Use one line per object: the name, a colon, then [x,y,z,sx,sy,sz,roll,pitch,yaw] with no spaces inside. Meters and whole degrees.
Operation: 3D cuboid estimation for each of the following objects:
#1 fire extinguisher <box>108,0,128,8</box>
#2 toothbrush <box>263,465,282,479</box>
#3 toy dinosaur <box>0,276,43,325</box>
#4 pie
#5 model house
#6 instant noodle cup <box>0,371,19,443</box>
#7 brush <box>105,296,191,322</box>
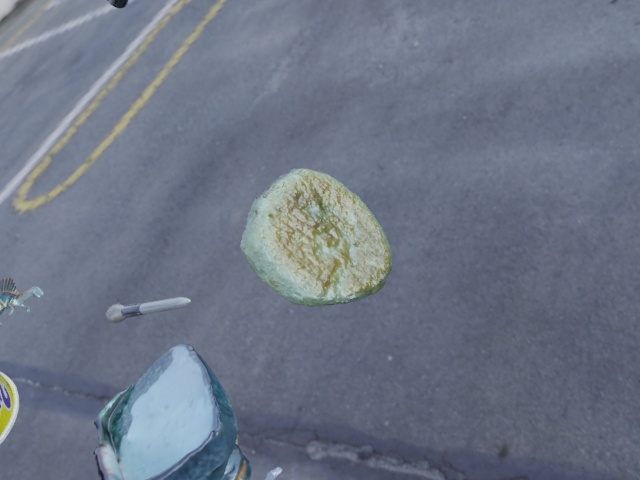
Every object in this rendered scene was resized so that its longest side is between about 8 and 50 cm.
fire extinguisher: [-0.231,-0.307,0.956,0.038,0.025,0.083,-17,-11,-34]
toothbrush: [-0.132,0.526,1.733,0.025,0.020,0.286,-28,-15,-33]
toy dinosaur: [-0.667,0.124,1.693,0.187,0.044,0.106,8,69,27]
pie: [0.000,0.000,1.587,0.070,0.323,0.323,-53,14,48]
model house: [-0.160,0.329,1.109,0.184,0.291,0.253,-33,27,-11]
instant noodle cup: [-0.567,0.212,1.164,0.213,0.174,0.213,-7,42,6]
brush: [-0.346,0.133,1.637,0.299,0.039,0.042,-14,14,44]
